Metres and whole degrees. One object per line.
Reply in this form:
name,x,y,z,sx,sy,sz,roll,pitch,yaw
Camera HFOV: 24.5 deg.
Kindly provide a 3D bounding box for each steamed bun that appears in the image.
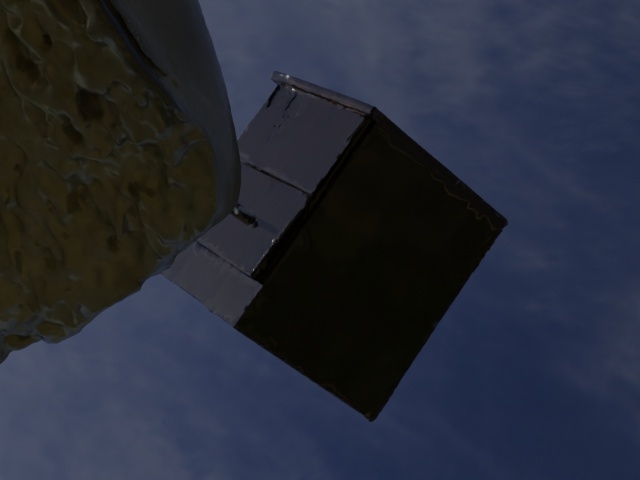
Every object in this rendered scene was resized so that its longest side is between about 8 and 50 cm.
steamed bun,-0.157,-0.087,0.788,0.272,0.273,0.290,-7,-71,36

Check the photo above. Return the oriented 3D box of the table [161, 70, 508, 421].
table,0.000,0.000,1.173,0.172,0.169,0.193,37,-94,-31
